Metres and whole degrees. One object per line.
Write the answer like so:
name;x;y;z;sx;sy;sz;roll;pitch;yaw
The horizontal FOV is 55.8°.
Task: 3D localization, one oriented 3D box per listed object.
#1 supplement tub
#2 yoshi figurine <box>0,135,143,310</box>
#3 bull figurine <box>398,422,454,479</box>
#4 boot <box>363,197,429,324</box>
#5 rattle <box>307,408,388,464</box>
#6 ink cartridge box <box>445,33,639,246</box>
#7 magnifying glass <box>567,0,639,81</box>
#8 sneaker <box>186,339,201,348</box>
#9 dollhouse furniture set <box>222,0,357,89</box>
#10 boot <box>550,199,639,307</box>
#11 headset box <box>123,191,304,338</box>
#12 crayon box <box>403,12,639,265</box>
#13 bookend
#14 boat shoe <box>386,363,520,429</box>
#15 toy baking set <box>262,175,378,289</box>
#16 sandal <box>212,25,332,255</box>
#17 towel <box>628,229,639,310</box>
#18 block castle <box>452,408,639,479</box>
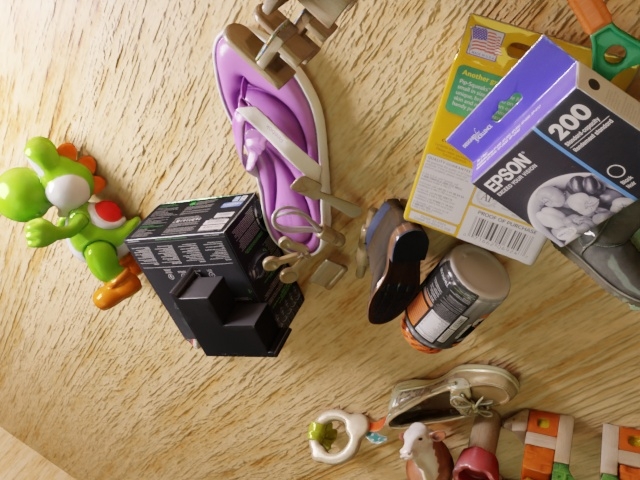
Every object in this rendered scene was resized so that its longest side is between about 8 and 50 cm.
supplement tub;0.217;0.104;1.008;0.117;0.117;0.190;31;135;1
yoshi figurine;-0.524;-0.028;1.239;0.204;0.203;0.362;-6;121;39
bull figurine;0.218;0.475;1.221;0.101;0.188;0.310;-3;158;15
boot;0.116;0.036;1.010;0.082;0.106;0.219;2;130;-18
rattle;0.081;0.462;1.413;0.200;0.130;0.142;-21;130;9
ink cartridge box;0.276;-0.104;0.714;0.208;0.045;0.206;35;147;-2
magnifying glass;0.313;-0.209;0.653;0.092;0.026;0.231;-28;108;34
sneaker;-0.302;0.189;1.393;0.065;0.061;0.157;23;134;17
dollhouse furniture set;-0.008;-0.334;0.674;0.161;0.242;0.212;41;133;-8
boot;0.411;-0.026;0.782;0.190;0.076;0.208;36;140;18
headset box;-0.196;0.067;1.183;0.247;0.131;0.283;-5;124;30
crayon box;0.254;-0.135;0.814;0.203;0.083;0.322;21;134;10
bookend;-0.157;0.127;1.072;0.156;0.072;0.157;-6;123;28
boat shoe;0.255;0.317;1.183;0.285;0.089;0.104;-27;111;40
toy baking set;0.006;0.001;1.025;0.197;0.030;0.256;-2;133;-18
sandal;-0.070;-0.132;0.972;0.170;0.102;0.416;0;126;27
towel;0.564;-0.006;0.794;0.325;0.038;0.247;-7;121;34
block castle;0.491;0.516;1.140;0.454;0.212;0.302;6;129;24
